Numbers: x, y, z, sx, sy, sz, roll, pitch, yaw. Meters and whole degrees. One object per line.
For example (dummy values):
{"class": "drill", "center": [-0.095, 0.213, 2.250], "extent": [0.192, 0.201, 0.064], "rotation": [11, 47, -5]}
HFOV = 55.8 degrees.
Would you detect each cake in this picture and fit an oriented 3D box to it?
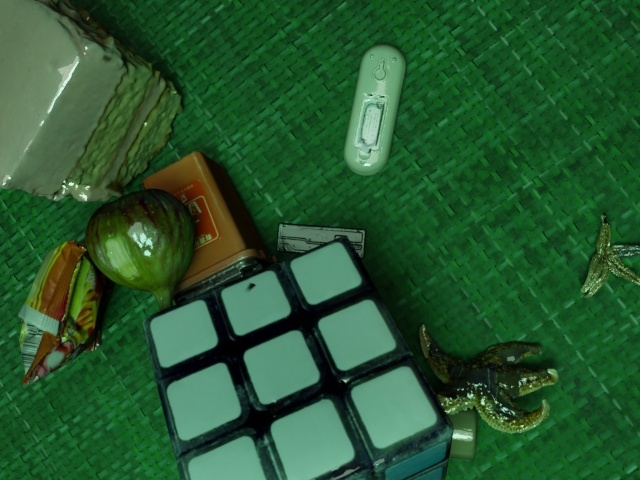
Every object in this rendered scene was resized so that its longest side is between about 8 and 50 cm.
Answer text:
{"class": "cake", "center": [-0.435, -0.237, 0.961], "extent": [0.314, 0.307, 0.293], "rotation": [34, 96, 8]}

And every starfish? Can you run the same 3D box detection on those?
{"class": "starfish", "center": [0.455, 0.018, 0.947], "extent": [0.132, 0.041, 0.131], "rotation": [-17, 95, 2]}
{"class": "starfish", "center": [0.241, 0.215, 0.945], "extent": [0.238, 0.216, 0.071], "rotation": [-16, 130, -13]}

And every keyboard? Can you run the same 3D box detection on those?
{"class": "keyboard", "center": [0.000, 0.000, 1.037], "extent": [0.155, 0.010, 0.053], "rotation": [6, 89, 9]}

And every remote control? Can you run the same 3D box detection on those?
{"class": "remote control", "center": [0.090, -0.218, 1.009], "extent": [0.078, 0.042, 0.222], "rotation": [11, 92, 10]}

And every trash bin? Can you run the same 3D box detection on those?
{"class": "trash bin", "center": [-0.179, -0.009, 0.997], "extent": [0.161, 0.184, 0.239], "rotation": [-27, 74, 8]}

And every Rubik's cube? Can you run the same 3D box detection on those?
{"class": "Rubik's cube", "center": [-0.026, 0.233, 0.818], "extent": [0.300, 0.305, 0.304], "rotation": [-23, 52, -6]}

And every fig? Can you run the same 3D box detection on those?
{"class": "fig", "center": [-0.237, 0.053, 0.847], "extent": [0.149, 0.149, 0.246], "rotation": [-14, 88, 9]}

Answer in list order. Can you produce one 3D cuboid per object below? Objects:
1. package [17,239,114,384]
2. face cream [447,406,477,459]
{"class": "package", "center": [-0.393, 0.089, 0.960], "extent": [0.108, 0.288, 0.224], "rotation": [18, 89, -10]}
{"class": "face cream", "center": [0.079, 0.293, 0.989], "extent": [0.340, 0.084, 0.138], "rotation": [3, 80, 12]}
